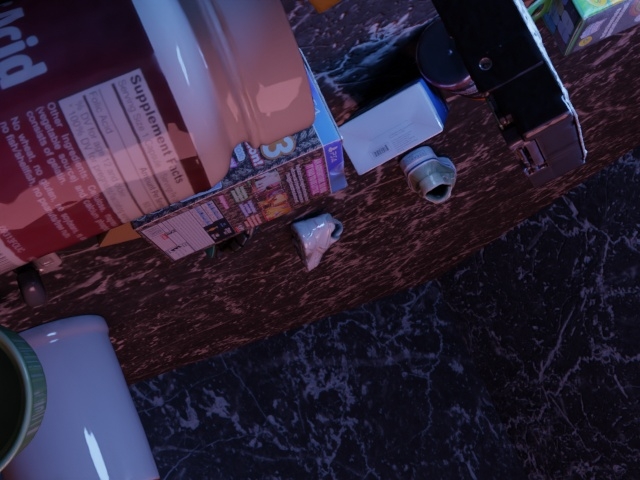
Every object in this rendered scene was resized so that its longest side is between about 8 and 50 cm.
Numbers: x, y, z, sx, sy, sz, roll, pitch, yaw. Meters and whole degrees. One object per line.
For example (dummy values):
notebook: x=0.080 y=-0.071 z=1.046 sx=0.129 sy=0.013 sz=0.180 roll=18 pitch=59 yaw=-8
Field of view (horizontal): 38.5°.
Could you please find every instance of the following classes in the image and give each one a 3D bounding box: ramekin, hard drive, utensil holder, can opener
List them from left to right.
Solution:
ramekin: x=-0.624 y=0.272 z=1.580 sx=0.303 sy=0.303 sz=0.148 roll=-24 pitch=175 yaw=-1
can opener: x=-0.441 y=0.022 z=1.359 sx=0.074 sy=0.093 sz=0.280 roll=-21 pitch=163 yaw=-9
utensil holder: x=-0.565 y=0.405 z=2.019 sx=0.328 sy=0.385 sz=0.327 roll=-22 pitch=168 yaw=-5
hard drive: x=0.131 y=-0.220 z=0.814 sx=0.064 sy=0.339 sz=0.237 roll=-27 pitch=167 yaw=14

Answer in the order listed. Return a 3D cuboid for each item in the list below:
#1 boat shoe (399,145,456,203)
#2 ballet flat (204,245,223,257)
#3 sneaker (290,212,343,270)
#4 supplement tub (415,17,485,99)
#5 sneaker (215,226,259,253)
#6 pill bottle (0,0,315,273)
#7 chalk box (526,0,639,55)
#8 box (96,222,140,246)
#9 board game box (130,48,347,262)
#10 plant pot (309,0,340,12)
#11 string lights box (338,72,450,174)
boat shoe: x=0.240 y=-0.125 z=1.993 sx=0.109 sy=0.094 sz=0.302 roll=-28 pitch=167 yaw=15
ballet flat: x=-0.183 y=-0.021 z=1.701 sx=0.074 sy=0.074 sz=0.203 roll=-21 pitch=169 yaw=-13
sneaker: x=0.000 y=0.000 z=2.090 sx=0.115 sy=0.090 sz=0.232 roll=-26 pitch=169 yaw=-7
supplement tub: x=0.223 y=-0.264 z=1.355 sx=0.106 sy=0.106 sz=0.198 roll=-30 pitch=167 yaw=26
sneaker: x=-0.103 y=-0.071 z=1.515 sx=0.106 sy=0.101 sz=0.267 roll=-27 pitch=163 yaw=-44
pill bottle: x=-0.219 y=-0.120 z=0.844 sx=0.392 sy=0.224 sz=0.224 roll=-23 pitch=168 yaw=-7
chalk box: x=0.357 y=-0.344 z=1.217 sx=0.213 sy=0.132 sz=0.132 roll=-23 pitch=169 yaw=-1
box: x=-0.265 y=-0.055 z=1.508 sx=0.164 sy=0.021 sz=0.201 roll=-16 pitch=165 yaw=-35
board game box: x=-0.123 y=-0.107 z=1.270 sx=0.291 sy=0.141 sz=0.232 roll=-24 pitch=168 yaw=-2
plant pot: x=0.000 y=-0.290 z=0.895 sx=0.081 sy=0.081 sz=0.083 roll=-28 pitch=157 yaw=20
string lights box: x=0.114 y=-0.180 z=1.359 sx=0.133 sy=0.076 sz=0.259 roll=-28 pitch=-171 yaw=16
